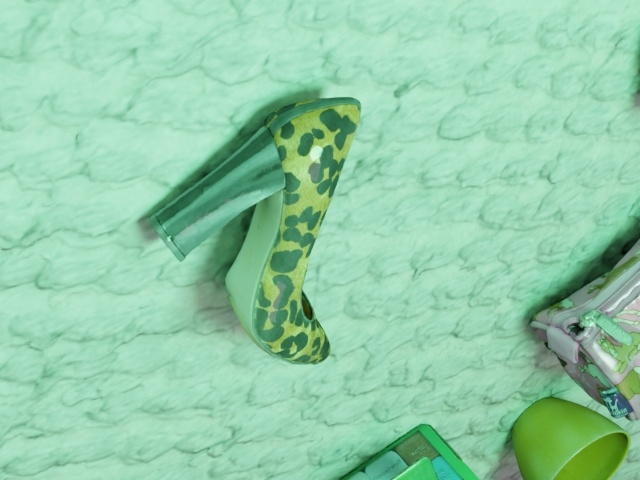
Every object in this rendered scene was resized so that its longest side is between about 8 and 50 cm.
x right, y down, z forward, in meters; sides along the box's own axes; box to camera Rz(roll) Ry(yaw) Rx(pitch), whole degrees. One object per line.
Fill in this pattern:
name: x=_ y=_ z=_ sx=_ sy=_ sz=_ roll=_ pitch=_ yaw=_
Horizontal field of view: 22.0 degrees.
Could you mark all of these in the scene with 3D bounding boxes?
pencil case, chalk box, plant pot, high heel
pencil case: x=0.408 y=0.015 z=1.741 sx=0.386 sy=0.160 sz=0.167 roll=-42 pitch=-170 yaw=0
chalk box: x=0.104 y=0.338 z=1.771 sx=0.180 sy=0.179 sz=0.289 roll=-33 pitch=146 yaw=-14
plant pot: x=0.277 y=0.238 z=1.911 sx=0.134 sy=0.095 sz=0.134 roll=-28 pitch=144 yaw=-22
high heel: x=0.000 y=0.000 z=1.350 sx=0.186 sy=0.093 sz=0.261 roll=-37 pitch=138 yaw=3
